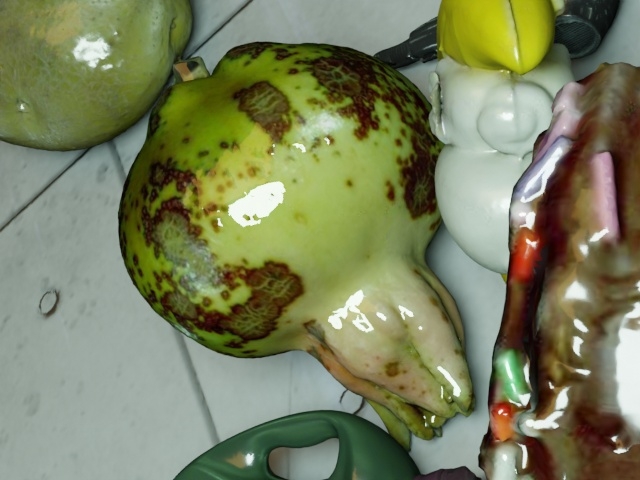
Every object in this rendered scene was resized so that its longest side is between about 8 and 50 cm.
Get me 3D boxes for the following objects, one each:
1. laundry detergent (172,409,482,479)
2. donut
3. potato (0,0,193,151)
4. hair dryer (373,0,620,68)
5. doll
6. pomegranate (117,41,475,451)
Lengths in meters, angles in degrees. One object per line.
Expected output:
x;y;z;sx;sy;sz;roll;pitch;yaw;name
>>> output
0.005;0.174;1.004;0.221;0.078;0.144;-27;72;29;laundry detergent
0.169;0.097;0.726;0.136;0.345;0.259;1;64;23;donut
-0.223;-0.162;1.336;0.251;0.159;0.174;-3;39;27;potato
0.117;-0.181;1.125;0.219;0.075;0.196;-26;43;38;hair dryer
0.121;-0.049;0.942;0.111;0.237;0.252;-6;19;0;doll
-0.005;-0.003;1.026;0.222;0.204;0.277;-38;50;8;pomegranate
